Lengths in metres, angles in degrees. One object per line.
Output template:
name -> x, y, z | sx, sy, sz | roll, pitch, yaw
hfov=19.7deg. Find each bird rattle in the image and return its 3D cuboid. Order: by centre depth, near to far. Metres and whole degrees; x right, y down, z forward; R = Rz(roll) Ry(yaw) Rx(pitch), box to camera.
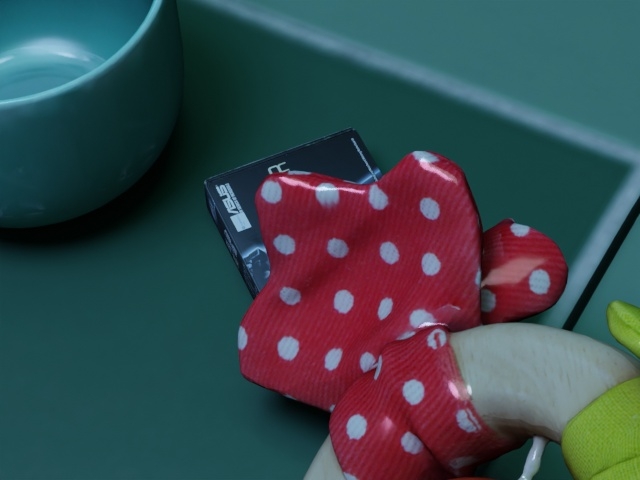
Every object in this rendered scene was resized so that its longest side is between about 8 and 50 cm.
bird rattle -> 0.052, 0.081, 0.579 | 0.253, 0.143, 0.207 | 17, 79, 37

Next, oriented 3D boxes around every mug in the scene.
mug -> -0.131, -0.074, 0.733 | 0.158, 0.097, 0.129 | 21, 58, 18

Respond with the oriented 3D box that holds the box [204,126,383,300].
box -> 0.000, 0.000, 0.720 | 0.067, 0.018, 0.083 | -20, 55, -12
